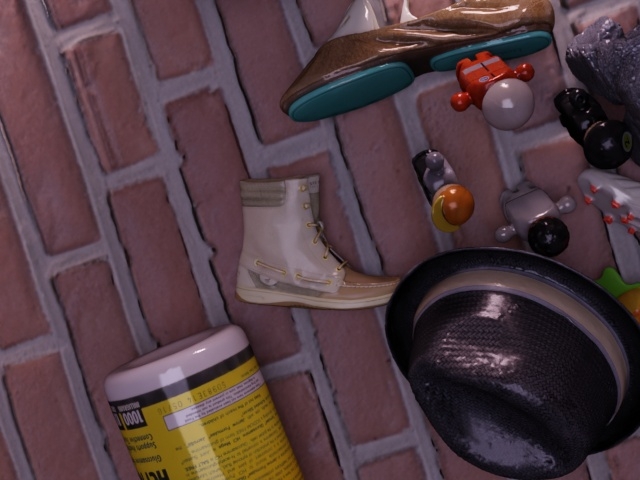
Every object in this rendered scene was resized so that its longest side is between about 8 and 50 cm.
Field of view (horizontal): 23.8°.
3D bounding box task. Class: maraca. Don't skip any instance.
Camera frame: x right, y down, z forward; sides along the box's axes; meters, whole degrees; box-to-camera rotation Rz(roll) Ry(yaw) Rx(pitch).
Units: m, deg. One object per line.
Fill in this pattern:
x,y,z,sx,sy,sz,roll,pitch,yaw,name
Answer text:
0.387,0.107,1.823,0.186,0.099,0.127,28,105,29,maraca

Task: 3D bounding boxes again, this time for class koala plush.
0.431,-0.212,1.740,0.221,0.203,0.196,-35,92,-2,koala plush

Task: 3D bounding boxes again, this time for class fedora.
0.218,0.167,1.765,0.334,0.152,0.334,11,128,15,fedora

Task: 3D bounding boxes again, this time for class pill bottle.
-0.123,0.287,1.864,0.188,0.188,0.334,-21,93,10,pill bottle

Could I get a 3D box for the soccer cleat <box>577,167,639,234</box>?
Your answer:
0.402,-0.040,1.822,0.196,0.068,0.076,30,71,9,soccer cleat

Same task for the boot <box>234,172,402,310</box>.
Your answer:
0.000,0.000,1.870,0.213,0.077,0.165,2,95,10,boot

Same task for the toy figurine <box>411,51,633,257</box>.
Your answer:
0.229,-0.093,1.750,0.213,0.148,0.209,20,109,-23,toy figurine

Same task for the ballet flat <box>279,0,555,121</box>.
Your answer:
0.106,-0.246,1.816,0.342,0.116,0.124,-18,74,9,ballet flat
